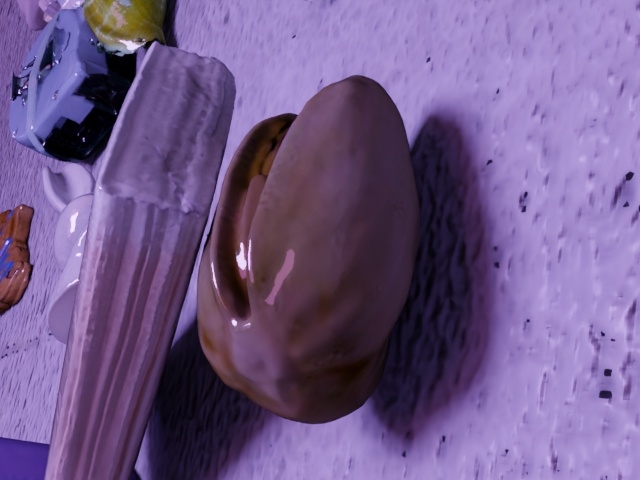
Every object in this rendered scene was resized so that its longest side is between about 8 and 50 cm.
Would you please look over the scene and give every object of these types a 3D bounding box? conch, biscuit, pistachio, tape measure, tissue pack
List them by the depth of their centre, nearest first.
[{"bbox_3d":[0.000,0.000,0.550,0.130,0.131,0.206,-14,47,33],"label":"pistachio"},{"bbox_3d":[-0.131,0.044,0.671,0.170,0.071,0.325,-87,15,-49],"label":"tissue pack"},{"bbox_3d":[-0.218,-0.267,1.078,0.095,0.079,0.200,-20,49,14],"label":"conch"},{"bbox_3d":[-0.298,-0.183,1.147,0.181,0.107,0.182,-44,42,28],"label":"tape measure"},{"bbox_3d":[-0.451,0.032,1.345,0.280,0.043,0.183,15,83,57],"label":"biscuit"}]

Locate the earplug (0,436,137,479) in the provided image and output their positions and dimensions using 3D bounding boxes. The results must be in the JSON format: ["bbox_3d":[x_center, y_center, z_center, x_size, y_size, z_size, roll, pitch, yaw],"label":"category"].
[{"bbox_3d":[-0.370,0.216,0.701,0.215,0.456,0.215,-34,45,42],"label":"earplug"}]

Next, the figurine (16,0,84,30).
[{"bbox_3d":[-0.351,-0.337,1.321,0.137,0.112,0.229,-56,43,14],"label":"figurine"}]

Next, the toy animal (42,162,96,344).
[{"bbox_3d":[-0.195,-0.017,0.888,0.131,0.104,0.220,-54,35,29],"label":"toy animal"}]
